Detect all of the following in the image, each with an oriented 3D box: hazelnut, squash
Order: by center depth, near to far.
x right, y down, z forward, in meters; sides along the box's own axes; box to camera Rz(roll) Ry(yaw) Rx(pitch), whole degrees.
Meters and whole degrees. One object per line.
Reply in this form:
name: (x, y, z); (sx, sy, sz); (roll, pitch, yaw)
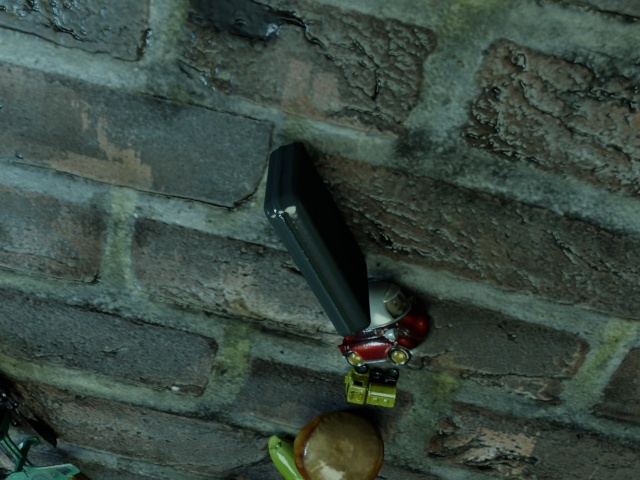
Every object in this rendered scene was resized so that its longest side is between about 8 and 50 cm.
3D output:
hazelnut: (0.030, 0.348, 1.349); (0.150, 0.150, 0.150); (3, 128, 4)
squash: (-0.024, 0.411, 1.437); (0.066, 0.066, 0.201); (-28, 116, 25)

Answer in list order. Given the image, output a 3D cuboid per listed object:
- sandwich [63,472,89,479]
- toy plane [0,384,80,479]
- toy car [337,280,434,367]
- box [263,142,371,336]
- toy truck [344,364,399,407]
sandwich: (-0.447, 0.506, 1.589); (0.079, 0.113, 0.163); (-28, 85, 26)
toy plane: (-0.582, 0.313, 1.411); (0.155, 0.106, 0.381); (-24, 116, 9)
toy car: (0.082, 0.114, 1.178); (0.139, 0.112, 0.112); (-16, 109, 29)
box: (0.000, 0.000, 1.055); (0.050, 0.160, 0.230); (-22, 122, 14)
toy truck: (0.080, 0.232, 1.290); (0.083, 0.054, 0.049); (9, 128, 1)
